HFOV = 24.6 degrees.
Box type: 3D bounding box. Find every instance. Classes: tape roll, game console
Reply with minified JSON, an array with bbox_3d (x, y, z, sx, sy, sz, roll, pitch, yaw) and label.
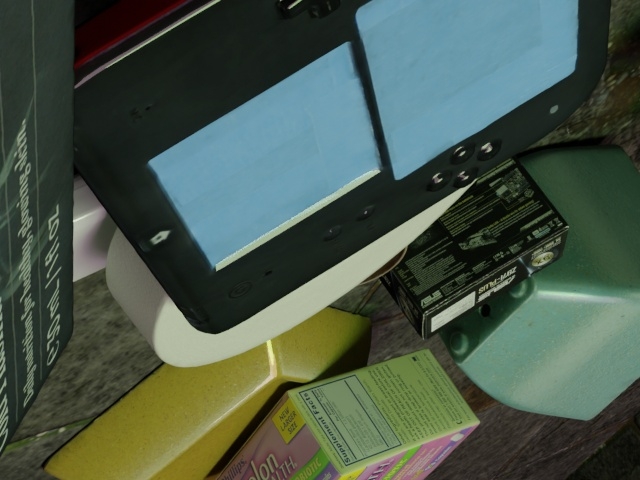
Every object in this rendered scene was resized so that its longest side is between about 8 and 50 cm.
[{"bbox_3d":[0.010,-0.051,1.152,0.392,0.072,0.392,-36,162,-13],"label":"tape roll"},{"bbox_3d":[0.029,-0.093,0.879,0.342,0.060,0.386,-36,157,-6],"label":"game console"}]

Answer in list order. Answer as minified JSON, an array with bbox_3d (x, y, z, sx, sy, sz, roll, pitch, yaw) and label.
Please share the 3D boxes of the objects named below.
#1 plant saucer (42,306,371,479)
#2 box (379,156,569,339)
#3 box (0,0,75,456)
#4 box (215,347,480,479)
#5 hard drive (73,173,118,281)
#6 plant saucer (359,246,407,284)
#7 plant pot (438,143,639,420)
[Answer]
[{"bbox_3d":[-0.104,0.204,1.715,0.333,0.081,0.333,-40,158,13],"label":"plant saucer"},{"bbox_3d":[0.141,-0.009,1.523,0.180,0.147,0.077,-31,158,-10],"label":"box"},{"bbox_3d":[-0.320,0.057,0.530,0.480,0.297,0.471,106,10,-59],"label":"box"},{"bbox_3d":[0.028,0.256,1.742,0.243,0.117,0.213,-11,149,-44],"label":"box"},{"bbox_3d":[-0.221,0.008,1.130,0.308,0.040,0.203,-26,172,-20],"label":"hard drive"},{"bbox_3d":[0.000,0.000,1.430,0.169,0.029,0.168,-5,151,-3],"label":"plant saucer"},{"bbox_3d":[0.248,0.044,1.687,0.252,0.247,0.248,4,138,-42],"label":"plant pot"}]
